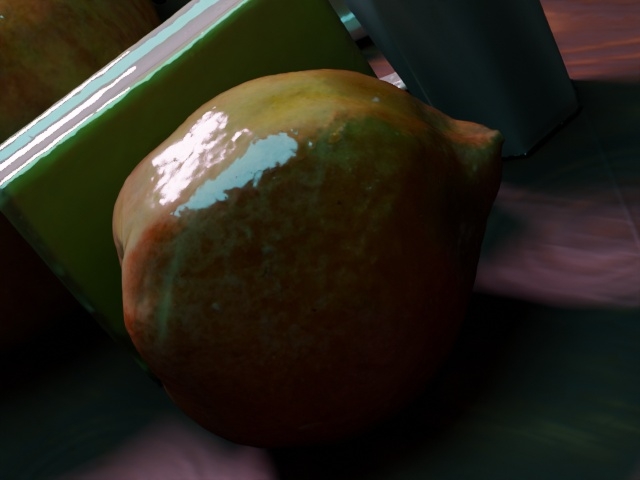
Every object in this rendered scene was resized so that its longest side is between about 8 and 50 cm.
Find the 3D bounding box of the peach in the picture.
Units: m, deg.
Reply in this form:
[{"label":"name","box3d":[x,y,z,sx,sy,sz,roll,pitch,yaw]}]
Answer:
[{"label":"peach","box3d":[0.000,0.000,1.034,0.256,0.232,0.232,-24,27,-2]}]

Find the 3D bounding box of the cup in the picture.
[{"label":"cup","box3d":[0.095,-0.179,1.201,0.148,0.236,0.134,-28,27,17]}]

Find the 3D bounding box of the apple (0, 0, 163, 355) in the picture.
[{"label":"apple","box3d":[-0.305,-0.081,1.396,0.400,0.334,0.400,-8,33,5]}]

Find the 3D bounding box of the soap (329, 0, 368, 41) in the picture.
[{"label":"soap","box3d":[0.104,-0.312,1.540,0.347,0.115,0.208,-25,29,15]}]

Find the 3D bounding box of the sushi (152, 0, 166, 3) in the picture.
[{"label":"sushi","box3d":[-0.278,-0.265,1.793,0.234,0.207,0.348,-14,37,6]}]

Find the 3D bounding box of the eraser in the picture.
[{"label":"eraser","box3d":[-0.082,-0.053,1.218,0.274,0.210,0.092,-40,29,-8]}]

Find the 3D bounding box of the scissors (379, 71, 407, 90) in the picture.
[{"label":"scissors","box3d":[0.020,-0.114,1.409,0.300,0.022,0.109,-21,33,20]}]
